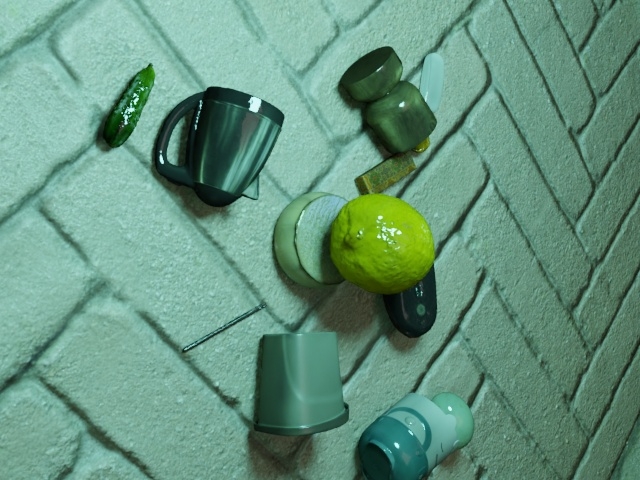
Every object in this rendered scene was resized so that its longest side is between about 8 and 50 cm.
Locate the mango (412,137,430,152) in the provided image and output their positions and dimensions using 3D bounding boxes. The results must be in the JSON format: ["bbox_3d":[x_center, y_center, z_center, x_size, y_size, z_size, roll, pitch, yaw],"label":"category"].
[{"bbox_3d":[0.308,-0.336,2.233,0.077,0.063,0.127,17,75,-33],"label":"mango"}]

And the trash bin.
[{"bbox_3d":[-0.054,0.368,1.865,0.219,0.220,0.250,3,81,-40],"label":"trash bin"}]

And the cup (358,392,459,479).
[{"bbox_3d":[0.249,0.628,2.121,0.258,0.219,0.289,-28,140,-35],"label":"cup"}]

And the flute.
[{"bbox_3d":[-0.243,0.222,1.824,0.270,0.014,0.014,-28,108,-36],"label":"flute"}]

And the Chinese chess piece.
[{"bbox_3d":[0.000,0.000,1.956,0.270,0.112,0.269,0,90,-40],"label":"Chinese chess piece"}]

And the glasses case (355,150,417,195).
[{"bbox_3d":[0.199,-0.203,2.154,0.218,0.049,0.075,-34,105,-34],"label":"glasses case"}]

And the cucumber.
[{"bbox_3d":[-0.434,-0.314,1.628,0.069,0.069,0.227,36,67,-34],"label":"cucumber"}]

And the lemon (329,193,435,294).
[{"bbox_3d":[0.164,0.011,1.859,0.322,0.268,0.268,28,72,-57],"label":"lemon"}]

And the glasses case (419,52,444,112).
[{"bbox_3d":[0.359,-0.507,2.279,0.074,0.049,0.193,12,84,-39],"label":"glasses case"}]

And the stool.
[{"bbox_3d":[0.203,-0.407,2.071,0.264,0.179,0.179,51,61,-27],"label":"stool"}]

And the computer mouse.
[{"bbox_3d":[0.267,0.137,2.173,0.183,0.116,0.323,3,82,-38],"label":"computer mouse"}]

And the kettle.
[{"bbox_3d":[-0.237,-0.217,1.709,0.251,0.207,0.271,21,85,-44],"label":"kettle"}]

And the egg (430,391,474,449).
[{"bbox_3d":[0.417,0.581,2.279,0.149,0.149,0.192,-24,106,-36],"label":"egg"}]
